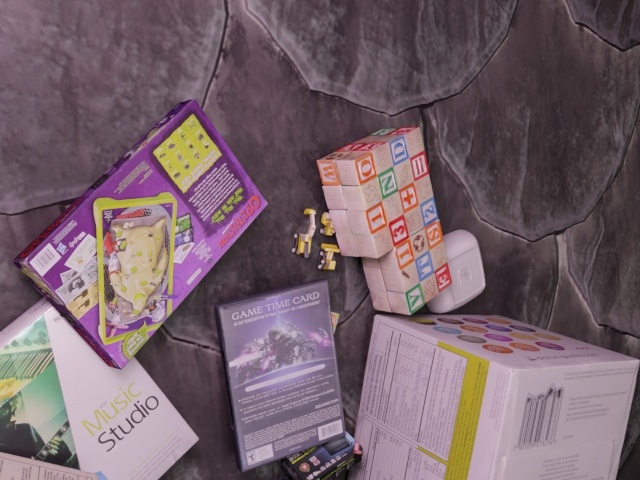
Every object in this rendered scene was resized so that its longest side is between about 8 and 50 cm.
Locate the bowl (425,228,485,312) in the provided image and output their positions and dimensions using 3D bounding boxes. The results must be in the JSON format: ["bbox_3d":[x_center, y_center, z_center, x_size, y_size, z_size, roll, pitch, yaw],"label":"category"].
[{"bbox_3d":[0.257,0.061,1.572,0.142,0.053,0.141,-25,112,-31],"label":"bowl"}]

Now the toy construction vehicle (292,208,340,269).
[{"bbox_3d":[0.000,0.000,1.389,0.086,0.035,0.098,10,92,-36],"label":"toy construction vehicle"}]

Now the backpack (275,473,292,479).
[{"bbox_3d":[-0.076,0.457,1.378,0.114,0.084,0.104,-9,100,-31],"label":"backpack"}]

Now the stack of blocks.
[{"bbox_3d":[0.115,-0.026,1.419,0.171,0.087,0.297,-31,114,-38],"label":"stack of blocks"}]

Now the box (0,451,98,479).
[{"bbox_3d":[-0.410,0.361,1.039,0.232,0.148,0.126,20,107,-21],"label":"box"}]

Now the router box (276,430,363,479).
[{"bbox_3d":[-0.002,0.362,1.407,0.122,0.092,0.038,-27,135,-30],"label":"router box"}]

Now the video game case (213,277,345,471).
[{"bbox_3d":[-0.061,0.214,1.339,0.196,0.026,0.274,-13,101,-28],"label":"video game case"}]

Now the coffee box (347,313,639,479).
[{"bbox_3d":[0.292,0.329,1.461,0.338,0.334,0.338,4,98,-36],"label":"coffee box"}]

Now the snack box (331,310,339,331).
[{"bbox_3d":[-0.045,0.152,1.380,0.141,0.037,0.100,18,88,-34],"label":"snack box"}]

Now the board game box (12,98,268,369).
[{"bbox_3d":[-0.238,-0.015,1.177,0.347,0.056,0.208,-51,118,-30],"label":"board game box"}]

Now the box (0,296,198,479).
[{"bbox_3d":[-0.347,0.248,1.169,0.232,0.058,0.322,-43,117,-22],"label":"box"}]
